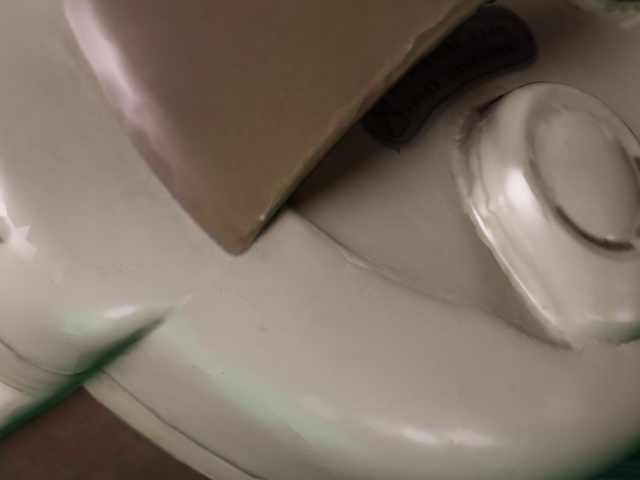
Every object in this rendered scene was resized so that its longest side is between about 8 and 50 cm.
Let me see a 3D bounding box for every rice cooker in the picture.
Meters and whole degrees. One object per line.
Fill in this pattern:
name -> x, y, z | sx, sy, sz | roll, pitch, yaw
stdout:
rice cooker -> -0.046, -0.032, 0.599 | 0.335, 0.335, 0.325 | 18, 147, -33
